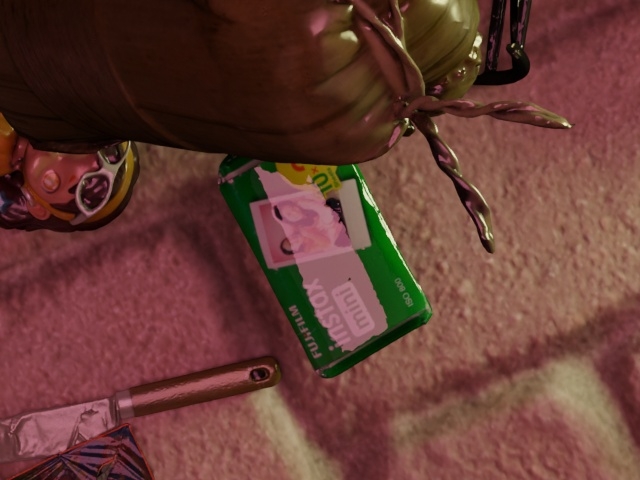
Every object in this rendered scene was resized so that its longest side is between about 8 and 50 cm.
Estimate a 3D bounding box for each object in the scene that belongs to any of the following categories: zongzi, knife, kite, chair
[{"bbox_3d":[0.023,-0.253,1.255,0.467,0.500,0.218,-55,129,-22],"label":"zongzi"},{"bbox_3d":[-0.176,0.148,1.497,0.297,0.017,0.047,-12,101,-5],"label":"knife"},{"bbox_3d":[-0.188,0.224,1.493,0.190,0.010,0.159,20,95,-5],"label":"kite"},{"bbox_3d":[0.111,-0.266,1.464,0.141,0.154,0.260,8,86,-3],"label":"chair"}]

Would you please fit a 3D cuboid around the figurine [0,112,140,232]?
[{"bbox_3d":[-0.261,-0.084,1.444,0.240,0.116,0.175,22,77,-8],"label":"figurine"}]

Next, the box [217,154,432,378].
[{"bbox_3d":[0.000,0.000,1.397,0.103,0.250,0.180,-28,92,1],"label":"box"}]
